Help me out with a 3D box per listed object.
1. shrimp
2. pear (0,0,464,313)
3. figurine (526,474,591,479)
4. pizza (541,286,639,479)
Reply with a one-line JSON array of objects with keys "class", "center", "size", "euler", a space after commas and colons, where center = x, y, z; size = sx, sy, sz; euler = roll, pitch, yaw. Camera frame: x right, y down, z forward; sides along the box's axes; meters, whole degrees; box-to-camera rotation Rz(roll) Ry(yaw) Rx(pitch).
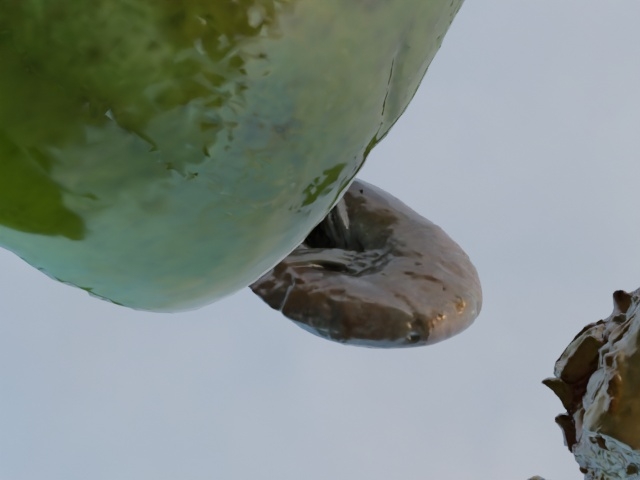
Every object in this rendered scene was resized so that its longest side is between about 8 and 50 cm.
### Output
[{"class": "shrimp", "center": [0.000, 0.000, 1.368], "size": [0.317, 0.168, 0.077], "euler": [38, -51, 48]}, {"class": "pear", "center": [-0.065, -0.151, 0.484], "size": [0.139, 0.239, 0.288], "euler": [-20, -124, 47]}, {"class": "figurine", "center": [0.185, 0.175, 1.179], "size": [0.149, 0.086, 0.087], "euler": [-34, -143, 32]}, {"class": "pizza", "center": [0.154, 0.049, 0.842], "size": [0.062, 0.161, 0.182], "euler": [30, -117, 3]}]
